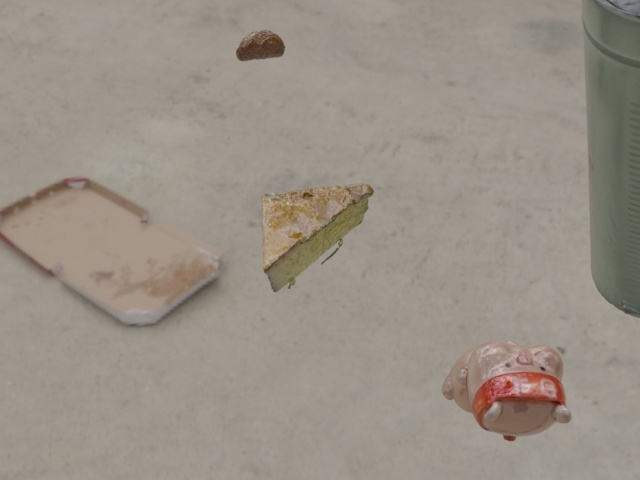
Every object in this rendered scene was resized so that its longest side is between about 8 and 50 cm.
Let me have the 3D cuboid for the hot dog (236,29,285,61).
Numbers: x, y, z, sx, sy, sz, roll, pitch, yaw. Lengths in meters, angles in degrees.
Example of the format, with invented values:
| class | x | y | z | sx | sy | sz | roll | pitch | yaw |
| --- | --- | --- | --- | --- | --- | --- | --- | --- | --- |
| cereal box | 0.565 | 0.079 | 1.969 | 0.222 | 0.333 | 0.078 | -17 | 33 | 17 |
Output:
| class | x | y | z | sx | sy | sz | roll | pitch | yaw |
| --- | --- | --- | --- | --- | --- | --- | --- | --- | --- |
| hot dog | -0.101 | -0.321 | 1.440 | 0.083 | 0.058 | 0.035 | -11 | 68 | -23 |

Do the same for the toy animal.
| class | x | y | z | sx | sy | sz | roll | pitch | yaw |
| --- | --- | --- | --- | --- | --- | --- | --- | --- | --- |
| toy animal | 0.294 | 0.231 | 1.370 | 0.171 | 0.171 | 0.197 | -9 | 7 | -13 |

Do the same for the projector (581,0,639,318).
| class | x | y | z | sx | sy | sz | roll | pitch | yaw |
| --- | --- | --- | --- | --- | --- | --- | --- | --- | --- |
| projector | 0.245 | -0.066 | 0.621 | 0.108 | 0.337 | 0.108 | -9 | 54 | 12 |

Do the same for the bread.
| class | x | y | z | sx | sy | sz | roll | pitch | yaw |
| --- | --- | --- | --- | --- | --- | --- | --- | --- | --- |
| bread | 0.000 | 0.000 | 0.820 | 0.109 | 0.084 | 0.080 | -6 | 66 | -1 |
